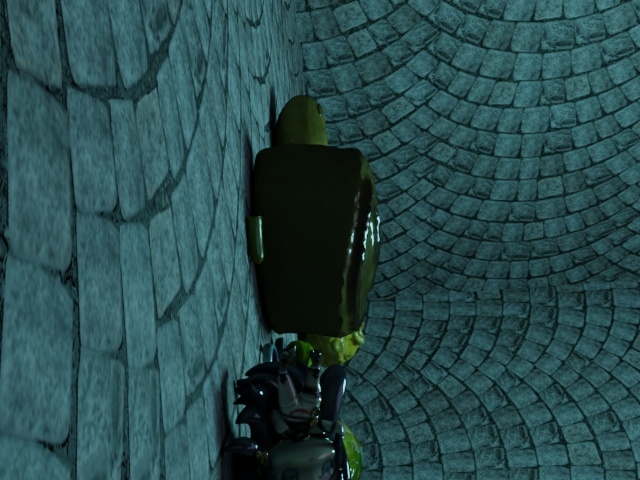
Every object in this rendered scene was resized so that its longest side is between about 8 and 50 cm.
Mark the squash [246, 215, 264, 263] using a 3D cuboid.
[{"bbox_3d":[-0.113,0.000,1.516,0.027,0.027,0.083,-43,130,-86],"label":"squash"}]

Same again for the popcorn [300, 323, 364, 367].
[{"bbox_3d":[0.026,0.252,2.478,0.250,0.190,0.250,168,-90,-84],"label":"popcorn"}]

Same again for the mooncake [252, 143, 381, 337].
[{"bbox_3d":[0.000,0.000,1.759,0.394,0.246,0.393,-56,148,-80],"label":"mooncake"}]

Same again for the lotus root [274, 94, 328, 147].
[{"bbox_3d":[-0.049,-0.246,2.126,0.146,0.131,0.303,84,1,-50],"label":"lotus root"}]

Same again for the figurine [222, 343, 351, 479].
[{"bbox_3d":[-0.041,0.280,1.215,0.197,0.175,0.265,98,-4,-81],"label":"figurine"}]

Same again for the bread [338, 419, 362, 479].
[{"bbox_3d":[0.030,0.607,2.273,0.156,0.158,0.260,-84,168,-54],"label":"bread"}]

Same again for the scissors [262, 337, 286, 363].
[{"bbox_3d":[-0.078,0.381,1.672,0.256,0.029,0.383,53,34,-84],"label":"scissors"}]

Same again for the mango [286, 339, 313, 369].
[{"bbox_3d":[-0.043,0.276,1.854,0.165,0.074,0.091,-101,-151,-62],"label":"mango"}]
